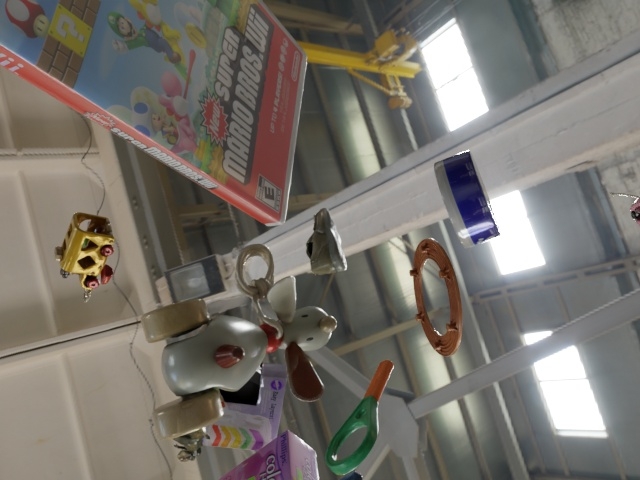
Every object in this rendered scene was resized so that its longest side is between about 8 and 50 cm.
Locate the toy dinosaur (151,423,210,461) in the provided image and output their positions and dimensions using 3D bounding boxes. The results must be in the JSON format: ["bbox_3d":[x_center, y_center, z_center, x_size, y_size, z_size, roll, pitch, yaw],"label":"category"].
[{"bbox_3d":[-0.295,0.409,1.012,0.118,0.268,0.064,33,-128,2],"label":"toy dinosaur"}]

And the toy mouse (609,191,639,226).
[{"bbox_3d":[0.433,-0.030,0.552,0.031,0.161,0.143,-58,-44,-24],"label":"toy mouse"}]

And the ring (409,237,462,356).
[{"bbox_3d":[0.316,0.161,1.340,0.032,0.336,0.336,-8,-103,-7],"label":"ring"}]

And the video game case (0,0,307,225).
[{"bbox_3d":[-0.105,-0.156,0.376,0.285,0.025,0.203,33,-123,-52],"label":"video game case"}]

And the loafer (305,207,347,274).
[{"bbox_3d":[0.000,0.000,1.140,0.251,0.088,0.094,-100,-13,-64],"label":"loafer"}]

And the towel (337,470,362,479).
[{"bbox_3d":[0.060,0.672,1.262,0.029,0.119,0.067,45,-159,-36],"label":"towel"}]

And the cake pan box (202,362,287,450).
[{"bbox_3d":[-0.224,0.442,1.286,0.246,0.070,0.266,9,-71,-7],"label":"cake pan box"}]

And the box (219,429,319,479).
[{"bbox_3d":[-0.127,0.629,1.135,0.117,0.243,0.213,48,-169,-22],"label":"box"}]

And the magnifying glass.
[{"bbox_3d":[0.075,0.285,0.783,0.026,0.092,0.231,48,-141,-8],"label":"magnifying glass"}]

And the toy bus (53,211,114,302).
[{"bbox_3d":[-0.565,0.034,1.110,0.104,0.191,0.202,14,-111,-40],"label":"toy bus"}]

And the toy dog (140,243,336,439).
[{"bbox_3d":[-0.079,0.133,0.644,0.334,0.161,0.220,-38,-76,-50],"label":"toy dog"}]

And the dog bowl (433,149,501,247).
[{"bbox_3d":[0.419,-0.117,1.343,0.265,0.104,0.264,50,-151,-41],"label":"dog bowl"}]
